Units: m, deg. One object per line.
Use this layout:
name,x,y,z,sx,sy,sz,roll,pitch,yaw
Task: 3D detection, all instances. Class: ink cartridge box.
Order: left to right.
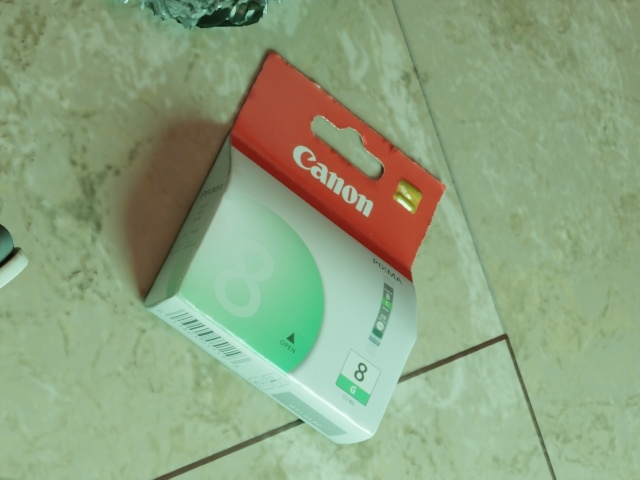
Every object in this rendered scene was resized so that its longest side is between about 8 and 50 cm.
ink cartridge box,0.000,0.000,1.331,0.181,0.056,0.224,37,63,-23

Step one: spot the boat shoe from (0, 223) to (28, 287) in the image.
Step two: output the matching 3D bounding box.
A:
boat shoe,-0.313,0.028,1.069,0.319,0.116,0.099,-20,95,-31

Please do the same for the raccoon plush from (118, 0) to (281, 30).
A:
raccoon plush,-0.075,-0.290,1.190,0.446,0.299,0.216,20,69,-30
